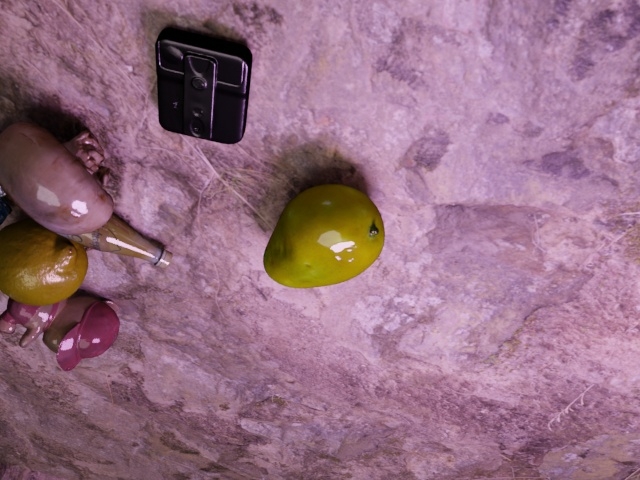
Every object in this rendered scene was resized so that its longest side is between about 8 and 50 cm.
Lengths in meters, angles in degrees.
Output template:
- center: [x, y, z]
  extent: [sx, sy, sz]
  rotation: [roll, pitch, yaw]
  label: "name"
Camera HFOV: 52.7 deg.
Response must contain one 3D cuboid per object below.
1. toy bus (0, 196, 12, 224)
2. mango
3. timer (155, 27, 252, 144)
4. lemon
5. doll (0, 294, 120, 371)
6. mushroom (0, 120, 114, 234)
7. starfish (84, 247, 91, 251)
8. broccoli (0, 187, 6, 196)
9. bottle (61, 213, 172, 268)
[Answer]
- center: [-0.736, -0.050, 1.311]
  extent: [0.184, 0.106, 0.090]
  rotation: [-6, 136, 20]
  label: "toy bus"
- center: [0.009, 0.001, 1.169]
  extent: [0.185, 0.149, 0.273]
  rotation: [14, 147, -15]
  label: "mango"
- center: [-0.184, -0.229, 1.006]
  extent: [0.143, 0.055, 0.187]
  rotation: [12, 142, -2]
  label: "timer"
- center: [-0.589, 0.044, 1.334]
  extent: [0.248, 0.184, 0.184]
  rotation: [-2, 141, 36]
  label: "lemon"
- center: [-0.606, 0.191, 1.516]
  extent: [0.255, 0.196, 0.152]
  rotation: [29, 156, -10]
  label: "doll"
- center: [-0.451, -0.115, 1.117]
  extent: [0.226, 0.178, 0.226]
  rotation: [41, 175, 4]
  label: "mushroom"
- center: [-0.488, 0.008, 1.398]
  extent: [0.092, 0.016, 0.086]
  rotation: [23, 142, -18]
  label: "starfish"
- center: [-0.678, -0.131, 1.122]
  extent: [0.261, 0.269, 0.242]
  rotation: [3, 109, 43]
  label: "broccoli"
- center: [-0.425, -0.013, 1.304]
  extent: [0.269, 0.083, 0.083]
  rotation: [27, 139, -25]
  label: "bottle"
